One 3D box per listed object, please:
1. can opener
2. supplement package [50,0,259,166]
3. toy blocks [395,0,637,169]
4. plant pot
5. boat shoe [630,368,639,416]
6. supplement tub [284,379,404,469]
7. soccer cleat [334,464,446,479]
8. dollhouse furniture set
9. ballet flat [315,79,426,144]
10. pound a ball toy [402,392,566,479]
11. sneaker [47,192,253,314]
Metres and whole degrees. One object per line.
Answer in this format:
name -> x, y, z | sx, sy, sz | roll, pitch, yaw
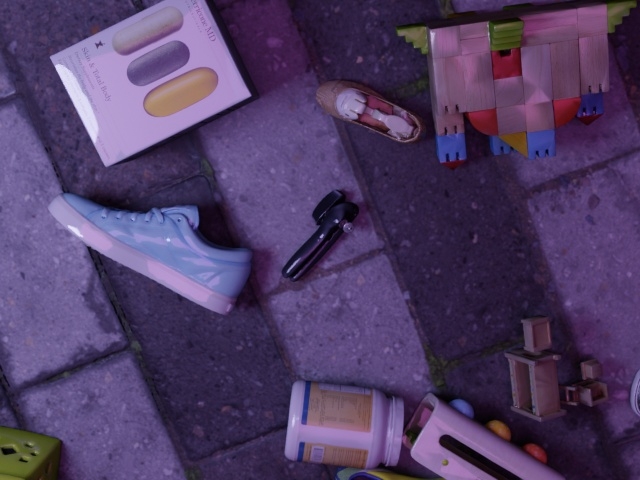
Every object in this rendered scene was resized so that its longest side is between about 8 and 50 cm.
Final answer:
can opener -> 0.000, 0.000, 1.744 | 0.059, 0.073, 0.186 | 26, 104, -43
supplement package -> -0.266, -0.271, 1.625 | 0.263, 0.198, 0.199 | -25, 97, 4
toy blocks -> 0.335, -0.255, 1.654 | 0.381, 0.191, 0.261 | -8, 110, 2
plant pot -> -0.609, 0.472, 1.734 | 0.227, 0.207, 0.228 | 10, 99, -2
boat shoe -> 0.635, 0.229, 1.759 | 0.078, 0.070, 0.219 | 28, 98, -4
supplement tub -> 0.042, 0.330, 1.739 | 0.200, 0.144, 0.144 | 7, 98, -1
soccer cleat -> 0.163, 0.473, 1.772 | 0.289, 0.121, 0.093 | 15, 98, -2
dollhouse furniture set -> 0.424, 0.211, 1.766 | 0.161, 0.101, 0.182 | -11, 99, -23
ballet flat -> 0.090, -0.225, 1.696 | 0.206, 0.067, 0.073 | 19, 99, -2
pound a ball toy -> 0.318, 0.398, 1.716 | 0.319, 0.208, 0.136 | 31, 88, -3
sneaker -> -0.286, -0.015, 1.708 | 0.366, 0.135, 0.150 | 29, 90, -13
